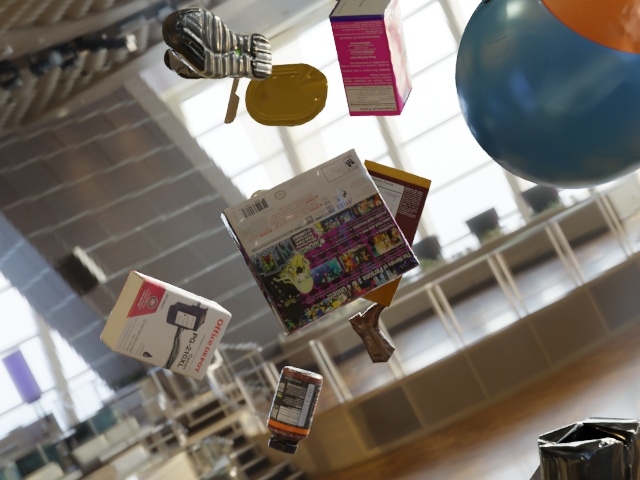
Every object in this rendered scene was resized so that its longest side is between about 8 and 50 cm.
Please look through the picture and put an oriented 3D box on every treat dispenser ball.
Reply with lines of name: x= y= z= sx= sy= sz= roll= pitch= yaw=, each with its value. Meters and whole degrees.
treat dispenser ball: x=0.311 y=-0.207 z=1.226 sx=0.288 sy=0.288 sz=0.288 roll=-27 pitch=-1 yaw=0

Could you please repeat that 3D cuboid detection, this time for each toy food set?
toy food set: x=-0.076 y=-0.284 z=1.991 sx=0.218 sy=0.128 sz=0.071 roll=2 pitch=-9 yaw=21

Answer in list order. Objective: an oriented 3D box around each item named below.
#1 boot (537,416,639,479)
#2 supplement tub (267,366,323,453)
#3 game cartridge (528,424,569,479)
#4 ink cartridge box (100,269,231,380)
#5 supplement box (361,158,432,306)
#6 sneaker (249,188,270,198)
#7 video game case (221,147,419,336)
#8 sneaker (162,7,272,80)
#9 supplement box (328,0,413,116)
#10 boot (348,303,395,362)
boot: x=0.324 y=0.471 z=1.244 sx=0.146 sy=0.445 sz=0.367 roll=5 pitch=7 yaw=26
supplement tub: x=-0.067 y=0.411 z=2.395 sx=0.106 sy=0.198 sz=0.106 roll=16 pitch=-3 yaw=1
game cartridge: x=0.480 y=0.471 z=1.647 sx=0.196 sy=0.294 sz=0.060 roll=-55 pitch=-34 yaw=2
ink cartridge box: x=-0.344 y=0.193 z=2.225 sx=0.100 sy=0.237 sz=0.172 roll=24 pitch=89 yaw=57
supplement box: x=0.105 y=-0.011 z=1.820 sx=0.191 sy=0.129 sz=0.194 roll=100 pitch=-171 yaw=-68
sneaker: x=-0.037 y=-0.068 z=1.827 sx=0.192 sy=0.064 sz=0.086 roll=-7 pitch=17 yaw=1
video game case: x=0.000 y=0.000 z=1.493 sx=0.232 sy=0.210 sz=0.042 roll=-28 pitch=-7 yaw=-15
sneaker: x=-0.173 y=-0.250 z=1.333 sx=0.132 sy=0.086 sz=0.229 roll=0 pitch=-3 yaw=28
supplement box: x=0.100 y=-0.359 z=1.914 sx=0.114 sy=0.220 sz=0.111 roll=3 pitch=40 yaw=20
boot: x=0.128 y=0.185 z=2.019 sx=0.106 sy=0.114 sz=0.037 roll=-32 pitch=-2 yaw=16
